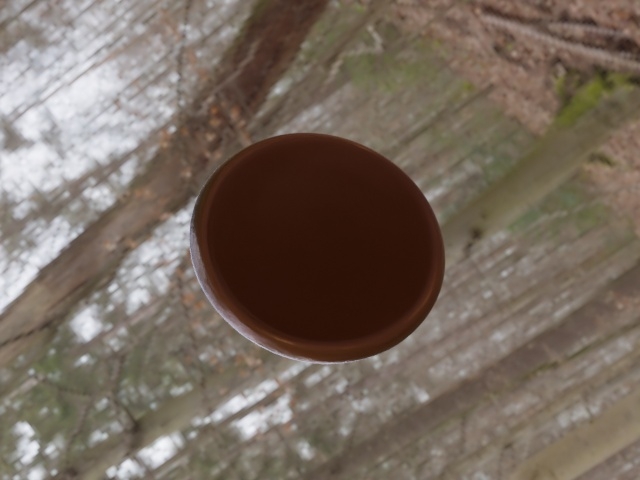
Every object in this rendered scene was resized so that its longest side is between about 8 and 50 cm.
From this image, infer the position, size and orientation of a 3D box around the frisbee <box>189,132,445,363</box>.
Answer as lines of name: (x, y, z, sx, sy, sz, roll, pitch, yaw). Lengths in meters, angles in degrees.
frisbee: (0.000, 0.000, 1.218, 0.251, 0.251, 0.021, 60, 155, 19)
